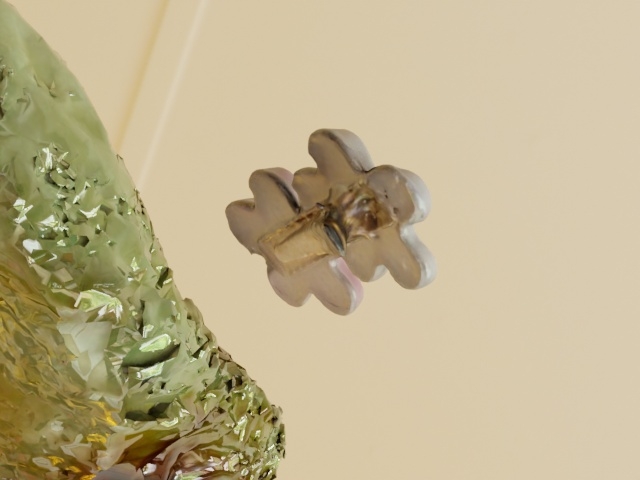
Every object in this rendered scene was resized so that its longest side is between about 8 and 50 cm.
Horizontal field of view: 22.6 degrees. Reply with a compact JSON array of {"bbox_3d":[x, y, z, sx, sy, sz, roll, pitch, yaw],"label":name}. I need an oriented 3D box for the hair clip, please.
[{"bbox_3d":[0.005,-0.005,1.262,0.146,0.075,0.257,48,-21,-7],"label":"hair clip"}]

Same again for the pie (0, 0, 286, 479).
[{"bbox_3d":[-0.200,0.025,0.827,0.395,0.180,0.418,16,-41,32],"label":"pie"}]
